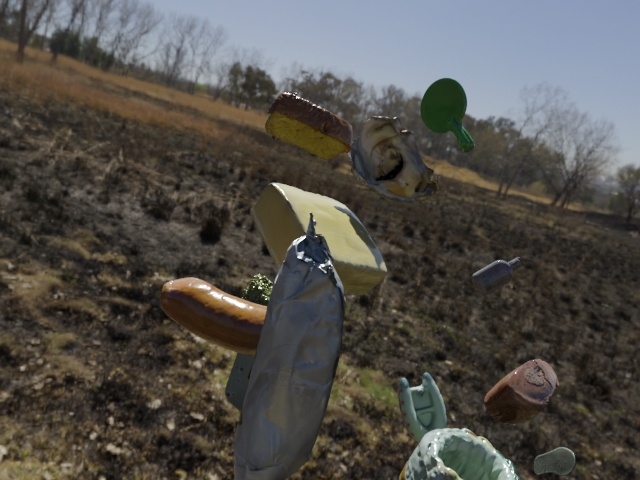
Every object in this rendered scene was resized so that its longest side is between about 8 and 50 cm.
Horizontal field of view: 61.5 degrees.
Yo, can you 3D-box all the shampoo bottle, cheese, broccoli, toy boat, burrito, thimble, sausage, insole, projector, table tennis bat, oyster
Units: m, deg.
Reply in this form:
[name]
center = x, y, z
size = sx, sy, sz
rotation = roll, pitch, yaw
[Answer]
[shampoo bottle]
center = 0.558, 0.104, 1.688
size = 0.165, 0.080, 0.040
rotation = -30, 3, -6
[cheese]
center = 0.000, 0.000, 1.244
size = 0.265, 0.124, 0.243
rotation = 13, 41, -45
[broccoli]
center = -0.147, 0.210, 1.864
size = 0.242, 0.273, 0.180
rotation = 47, -17, 16
[toy boat]
center = 0.305, 0.498, 1.582
size = 0.134, 0.208, 0.079
rotation = -7, -16, -14
[burrito]
center = -0.037, 0.178, 0.866
size = 0.138, 0.446, 0.101
rotation = 13, -2, -19
[thimble]
center = 0.338, 0.593, 1.310
size = 0.288, 0.168, 0.254
rotation = 9, 24, -37
[sausage]
center = -0.168, 0.142, 0.990
size = 0.270, 0.109, 0.109
rotation = 19, 12, 10
[insole]
center = 0.689, 0.656, 1.594
size = 0.003, 0.080, 0.232
rotation = 15, -27, -2
[projector]
center = -0.164, 0.395, 1.581
size = 0.198, 0.251, 0.108
rotation = 26, 11, 40
[table tennis bat]
center = 0.387, -0.369, 1.609
size = 0.039, 0.160, 0.257
rotation = 1, 56, -41
[oyster]
center = 0.187, -0.204, 1.448
size = 0.275, 0.271, 0.100
rotation = -19, 22, -19

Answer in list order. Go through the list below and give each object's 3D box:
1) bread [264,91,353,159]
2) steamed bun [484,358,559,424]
[bread]
center = -0.027, -0.223, 1.055
size = 0.187, 0.066, 0.103
rotation = 17, -15, -24
[steamed bun]
center = 0.479, 0.366, 1.281
size = 0.175, 0.145, 0.106
rotation = -19, 59, -38
